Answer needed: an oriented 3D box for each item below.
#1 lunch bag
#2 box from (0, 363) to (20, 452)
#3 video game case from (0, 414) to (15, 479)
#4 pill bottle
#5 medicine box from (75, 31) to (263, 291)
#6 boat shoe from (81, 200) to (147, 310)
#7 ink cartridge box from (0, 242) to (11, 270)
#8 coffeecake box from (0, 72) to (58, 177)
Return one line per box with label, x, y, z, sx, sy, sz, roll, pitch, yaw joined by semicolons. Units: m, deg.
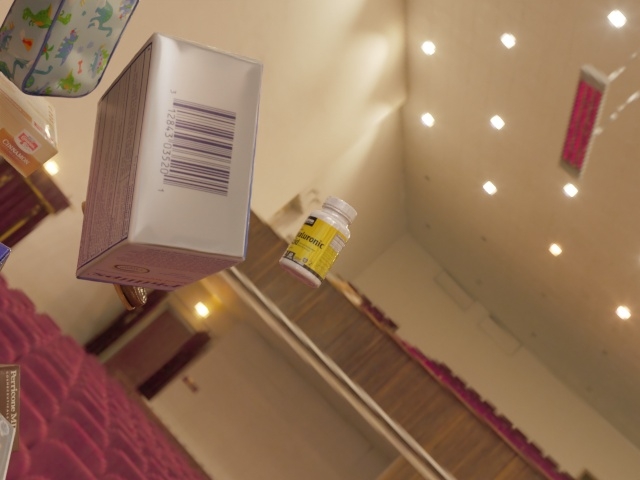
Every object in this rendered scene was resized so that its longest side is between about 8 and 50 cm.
lunch bag;-0.346;-0.304;1.290;0.090;0.219;0.176;38;21;16
box;-0.768;0.352;1.827;0.143;0.191;0.381;-1;-2;20
video game case;-0.486;0.282;1.260;0.190;0.022;0.173;-99;164;-52
pill bottle;0.000;0.000;1.255;0.065;0.116;0.065;31;-12;7
medicine box;-0.206;-0.087;1.219;0.149;0.264;0.289;10;-15;-25
boat shoe;-0.322;0.019;1.526;0.073;0.073;0.207;-107;180;-64
ink cartridge box;-0.657;0.062;1.384;0.395;0.270;0.151;33;21;-11
coffeecake box;-0.471;-0.198;1.400;0.142;0.068;0.185;49;6;-32
